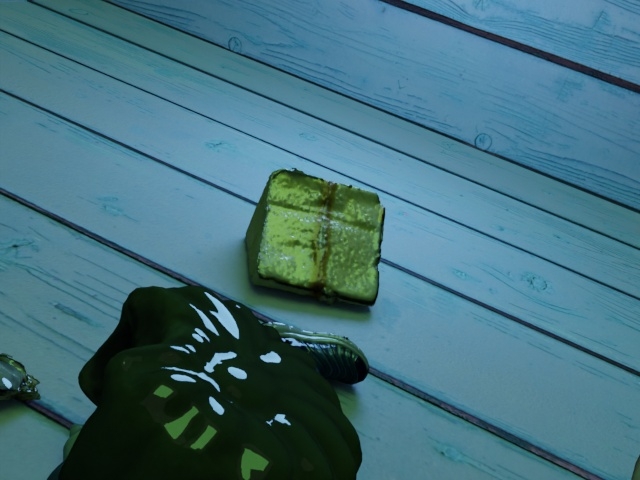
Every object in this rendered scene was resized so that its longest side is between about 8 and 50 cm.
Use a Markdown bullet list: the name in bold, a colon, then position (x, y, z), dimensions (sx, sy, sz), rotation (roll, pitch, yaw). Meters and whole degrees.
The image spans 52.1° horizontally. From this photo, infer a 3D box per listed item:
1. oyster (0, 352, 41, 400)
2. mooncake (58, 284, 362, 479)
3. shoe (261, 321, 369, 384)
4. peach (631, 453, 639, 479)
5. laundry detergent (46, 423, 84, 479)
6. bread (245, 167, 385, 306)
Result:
- **oyster**: position (-0.445, 0.177, 0.835), dimensions (0.165, 0.053, 0.108), rotation (10, 9, -1)
- **mooncake**: position (-0.111, 0.207, 0.728), dimensions (0.351, 0.187, 0.351), rotation (37, 9, -7)
- **shoe**: position (-0.021, 0.200, 1.033), dimensions (0.207, 0.092, 0.106), rotation (13, 49, -19)
- **peach**: position (0.555, 0.389, 0.927), dimensions (0.232, 0.233, 0.233), rotation (14, 27, -8)
- **laundry detergent**: position (-0.221, 0.305, 0.684), dimensions (0.143, 0.094, 0.290), rotation (7, 29, -27)
- **bread**: position (0.000, 0.000, 1.303), dimensions (0.263, 0.199, 0.236), rotation (13, 34, -15)
